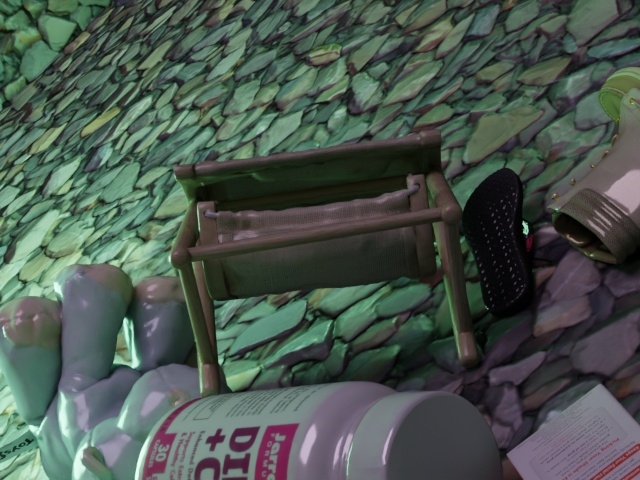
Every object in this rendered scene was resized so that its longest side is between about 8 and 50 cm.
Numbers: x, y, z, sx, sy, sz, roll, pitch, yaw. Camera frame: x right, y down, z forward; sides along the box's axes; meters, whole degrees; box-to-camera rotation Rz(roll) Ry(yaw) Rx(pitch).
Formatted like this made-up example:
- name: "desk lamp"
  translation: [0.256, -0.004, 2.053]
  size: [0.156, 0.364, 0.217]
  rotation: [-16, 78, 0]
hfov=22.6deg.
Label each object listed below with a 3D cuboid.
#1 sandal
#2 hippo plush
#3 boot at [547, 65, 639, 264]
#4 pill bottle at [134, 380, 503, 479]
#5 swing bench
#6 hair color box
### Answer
- name: "sandal"
  translation: [0.173, 0.006, 1.504]
  size: [0.067, 0.040, 0.179]
  rotation: [-32, 40, 28]
- name: "hippo plush"
  translation: [-0.204, 0.166, 1.510]
  size: [0.294, 0.234, 0.236]
  rotation: [-41, 24, -5]
- name: "boot"
  translation: [0.269, -0.068, 1.445]
  size: [0.165, 0.077, 0.213]
  rotation: [-42, 28, -1]
- name: "pill bottle"
  translation: [-0.004, 0.195, 1.273]
  size: [0.283, 0.160, 0.160]
  rotation: [-12, 36, 45]
- name: "swing bench"
  translation: [0.000, 0.000, 1.481]
  size: [0.253, 0.165, 0.254]
  rotation: [-9, 29, 1]
- name: "hair color box"
  translation: [0.208, 0.180, 1.139]
  size: [0.093, 0.053, 0.167]
  rotation: [-37, 24, 2]
